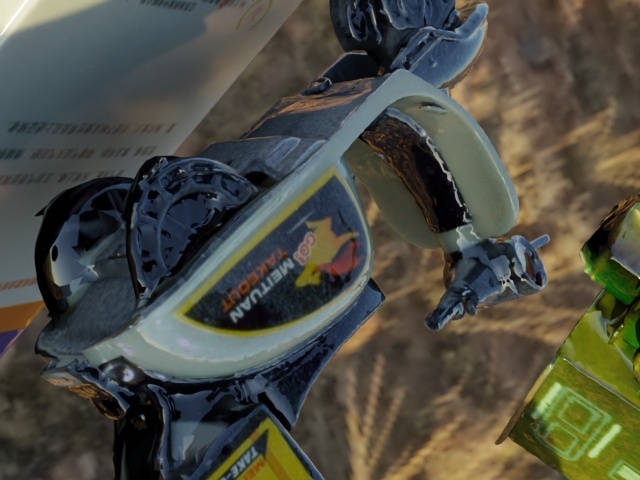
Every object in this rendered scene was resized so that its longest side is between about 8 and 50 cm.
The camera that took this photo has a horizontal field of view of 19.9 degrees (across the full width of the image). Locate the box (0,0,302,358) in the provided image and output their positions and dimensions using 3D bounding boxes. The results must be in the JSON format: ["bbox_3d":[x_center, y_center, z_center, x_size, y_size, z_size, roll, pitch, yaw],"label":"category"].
[{"bbox_3d":[-0.149,-0.045,0.699,0.106,0.299,0.200,45,17,14],"label":"box"}]

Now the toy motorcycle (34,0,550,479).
[{"bbox_3d":[0.000,0.000,0.697,0.263,0.091,0.157,-45,110,-34],"label":"toy motorcycle"}]

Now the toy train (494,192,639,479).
[{"bbox_3d":[0.170,0.074,0.568,0.225,0.137,0.090,36,64,8],"label":"toy train"}]
